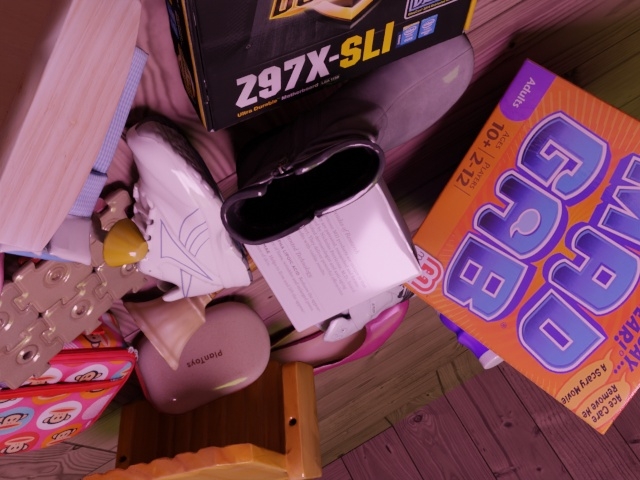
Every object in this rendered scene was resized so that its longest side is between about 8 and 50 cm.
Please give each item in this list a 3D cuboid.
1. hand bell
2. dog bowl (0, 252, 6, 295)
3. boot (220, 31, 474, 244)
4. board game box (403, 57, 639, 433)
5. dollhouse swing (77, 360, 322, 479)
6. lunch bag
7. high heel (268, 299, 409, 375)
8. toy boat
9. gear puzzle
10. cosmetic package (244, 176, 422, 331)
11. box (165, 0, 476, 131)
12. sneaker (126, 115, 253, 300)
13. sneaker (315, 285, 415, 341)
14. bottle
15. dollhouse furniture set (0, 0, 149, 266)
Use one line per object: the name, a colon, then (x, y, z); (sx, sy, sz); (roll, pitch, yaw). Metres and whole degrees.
hand bell: (-0.161, 0.071, 1.087); (0.242, 0.126, 0.126); (-38, 157, -14)
dog bowl: (-0.451, 0.020, 0.581); (0.407, 0.150, 0.408); (-25, 154, -13)
boot: (0.049, -0.113, 0.795); (0.338, 0.118, 0.223); (-36, -163, 7)
board game box: (0.393, 0.000, 1.081); (0.356, 0.356, 0.356); (-59, 157, 15)
dollhouse swing: (-0.213, 0.306, 1.226); (0.346, 0.315, 0.305); (-16, 139, 12)
lunch bag: (-0.407, 0.180, 0.977); (0.293, 0.120, 0.258); (7, 131, -52)
high heel: (0.004, 0.209, 1.453); (0.377, 0.127, 0.181); (-37, 165, 21)
toy boat: (-0.203, 0.194, 1.233); (0.231, 0.151, 0.151); (-20, -177, -21)
gear puzzle: (-0.341, 0.084, 0.837); (0.339, 0.044, 0.176); (-44, 152, -22)
cosmetic package: (0.017, -0.006, 0.959); (0.183, 0.152, 0.151); (-27, -161, 10)
box: (0.013, -0.257, 0.671); (0.321, 0.079, 0.257); (-24, 156, -15)
sneaker: (-0.169, -0.016, 0.841); (0.129, 0.111, 0.297); (-25, 141, -9)
sneaker: (0.059, 0.069, 1.253); (0.210, 0.137, 0.366); (-34, 159, 0)
bottle: (0.267, 0.112, 1.395); (0.092, 0.283, 0.118); (-23, 153, -17)
dollhouse furniture set: (-0.150, -0.114, 0.495); (0.287, 0.198, 0.303); (-69, 160, -3)
